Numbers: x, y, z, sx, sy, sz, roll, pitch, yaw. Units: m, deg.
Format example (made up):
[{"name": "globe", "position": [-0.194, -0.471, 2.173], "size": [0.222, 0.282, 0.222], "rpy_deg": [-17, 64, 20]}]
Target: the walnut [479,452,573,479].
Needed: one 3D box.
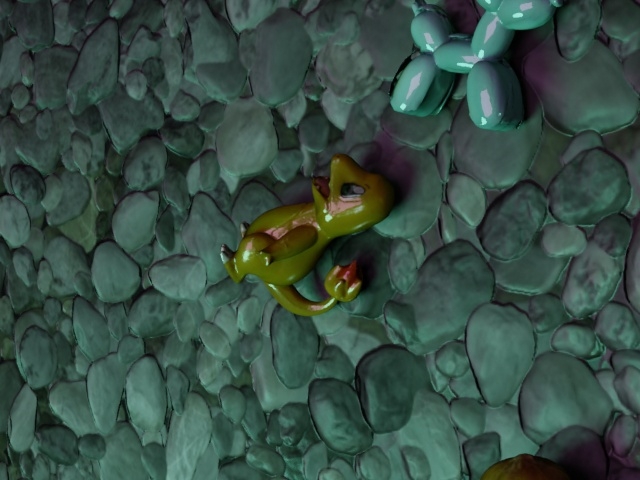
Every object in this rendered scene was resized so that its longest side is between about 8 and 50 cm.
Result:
[{"name": "walnut", "position": [0.175, 0.274, 1.015], "size": [0.116, 0.116, 0.207], "rpy_deg": [-9, 93, 41]}]

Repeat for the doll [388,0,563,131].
[{"name": "doll", "position": [0.137, -0.174, 1.073], "size": [0.159, 0.059, 0.158], "rpy_deg": [8, 96, 43]}]

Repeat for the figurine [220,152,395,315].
[{"name": "figurine", "position": [0.004, 0.002, 1.184], "size": [0.176, 0.121, 0.122], "rpy_deg": [-35, 96, 26]}]
